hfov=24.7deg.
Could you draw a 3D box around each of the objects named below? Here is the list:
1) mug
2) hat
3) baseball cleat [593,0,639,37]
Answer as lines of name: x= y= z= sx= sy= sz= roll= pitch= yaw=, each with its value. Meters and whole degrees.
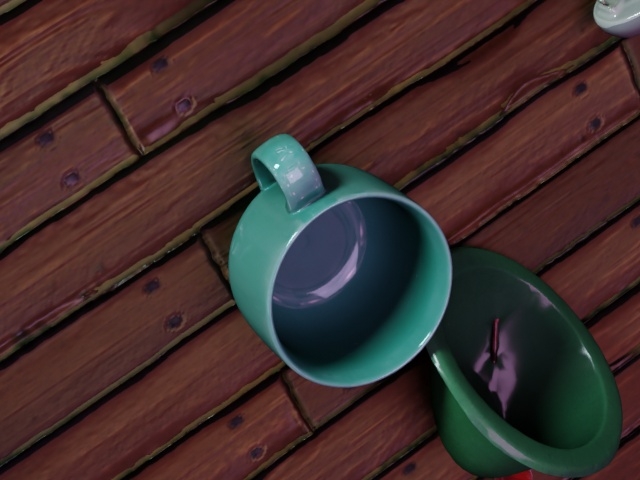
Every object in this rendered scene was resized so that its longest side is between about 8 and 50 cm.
mug: x=0.008 y=0.004 z=0.934 sx=0.129 sy=0.097 sz=0.158 roll=-2 pitch=110 yaw=-25
hat: x=0.098 y=0.137 z=1.049 sx=0.173 sy=0.208 sz=0.183 roll=-29 pitch=168 yaw=-50
baseball cleat: x=0.284 y=-0.190 z=1.008 sx=0.206 sy=0.072 sz=0.109 roll=-40 pitch=128 yaw=-2
